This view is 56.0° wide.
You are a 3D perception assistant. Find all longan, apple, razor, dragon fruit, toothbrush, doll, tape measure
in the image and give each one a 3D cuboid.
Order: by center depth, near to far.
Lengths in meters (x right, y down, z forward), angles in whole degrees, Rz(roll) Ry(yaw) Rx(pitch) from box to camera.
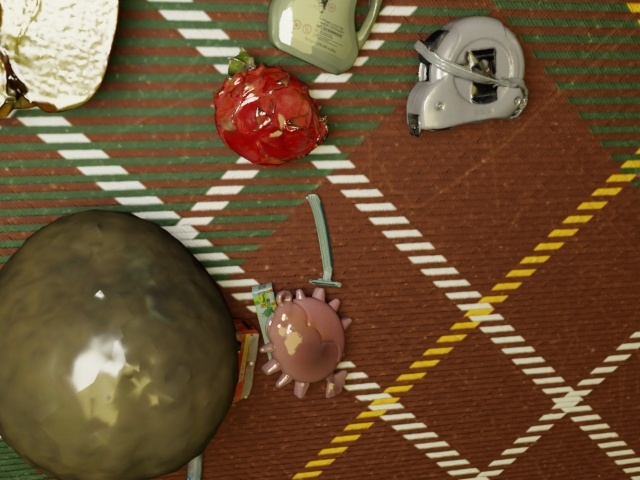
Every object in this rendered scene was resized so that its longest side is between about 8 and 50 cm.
[{"bbox_3d":[-0.468,-0.352,0.852,0.328,0.295,0.365,9,121,27],"label":"apple"},{"bbox_3d":[-0.337,0.181,0.993,0.403,0.436,0.404,-19,145,-14],"label":"longan"},{"bbox_3d":[-0.091,-0.213,1.029,0.209,0.172,0.172,39,98,-6],"label":"dragon fruit"},{"bbox_3d":[0.272,-0.304,1.097,0.236,0.120,0.197,-11,108,-12],"label":"tape measure"},{"bbox_3d":[0.002,-0.001,1.190,0.068,0.037,0.191,2,109,32],"label":"razor"},{"bbox_3d":[-0.021,0.208,1.204,0.211,0.093,0.262,-45,118,-20],"label":"doll"},{"bbox_3d":[-0.262,0.422,1.283,0.035,0.042,0.414,15,110,23],"label":"toothbrush"}]

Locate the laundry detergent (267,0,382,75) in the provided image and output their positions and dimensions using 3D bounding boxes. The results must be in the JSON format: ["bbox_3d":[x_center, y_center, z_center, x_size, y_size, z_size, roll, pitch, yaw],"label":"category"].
[{"bbox_3d":[0.022,-0.424,1.020,0.181,0.091,0.253,20,103,-18],"label":"laundry detergent"}]

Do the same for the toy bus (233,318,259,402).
[{"bbox_3d":[-0.172,0.245,1.218,0.077,0.079,0.174,-1,110,-30],"label":"toy bus"}]

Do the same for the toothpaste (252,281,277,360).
[{"bbox_3d":[-0.100,0.165,1.227,0.046,0.034,0.164,-13,110,-3],"label":"toothpaste"}]
